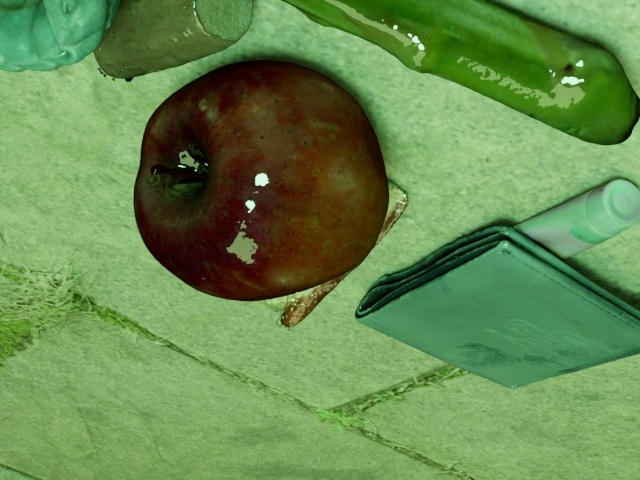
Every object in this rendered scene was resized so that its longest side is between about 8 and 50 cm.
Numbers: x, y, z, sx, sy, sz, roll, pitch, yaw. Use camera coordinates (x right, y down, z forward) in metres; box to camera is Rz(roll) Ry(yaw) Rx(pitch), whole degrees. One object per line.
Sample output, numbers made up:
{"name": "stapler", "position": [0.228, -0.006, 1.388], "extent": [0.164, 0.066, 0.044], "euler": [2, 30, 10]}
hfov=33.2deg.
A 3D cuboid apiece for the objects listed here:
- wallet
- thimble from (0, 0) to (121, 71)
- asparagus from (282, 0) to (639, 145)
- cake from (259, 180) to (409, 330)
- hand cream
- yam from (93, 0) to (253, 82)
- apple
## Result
{"name": "wallet", "position": [0.213, 0.087, 1.220], "extent": [0.251, 0.054, 0.290], "euler": [27, 150, -22]}
{"name": "thimble", "position": [-0.252, -0.236, 0.793], "extent": [0.235, 0.143, 0.198], "euler": [26, 148, -16]}
{"name": "asparagus", "position": [0.089, -0.164, 0.827], "extent": [0.343, 0.085, 0.082], "euler": [21, 146, -9]}
{"name": "cake", "position": [-0.007, 0.016, 1.142], "extent": [0.086, 0.116, 0.220], "euler": [32, 148, -17]}
{"name": "hand cream", "position": [0.249, -0.012, 1.060], "extent": [0.076, 0.047, 0.174], "euler": [25, 158, -14]}
{"name": "yam", "position": [-0.127, -0.183, 0.888], "extent": [0.127, 0.084, 0.084], "euler": [-8, 143, 34]}
{"name": "apple", "position": [-0.055, -0.049, 0.966], "extent": [0.234, 0.234, 0.234], "euler": [11, 150, 6]}
